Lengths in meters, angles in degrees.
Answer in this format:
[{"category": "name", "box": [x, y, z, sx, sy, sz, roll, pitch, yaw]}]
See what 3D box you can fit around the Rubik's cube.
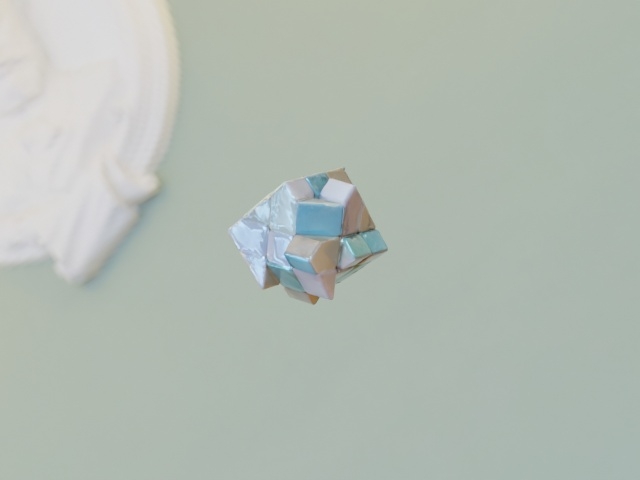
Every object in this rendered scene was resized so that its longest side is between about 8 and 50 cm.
[{"category": "Rubik's cube", "box": [-0.003, 0.001, 0.955, 0.075, 0.073, 0.084, -21, -11, -37]}]
